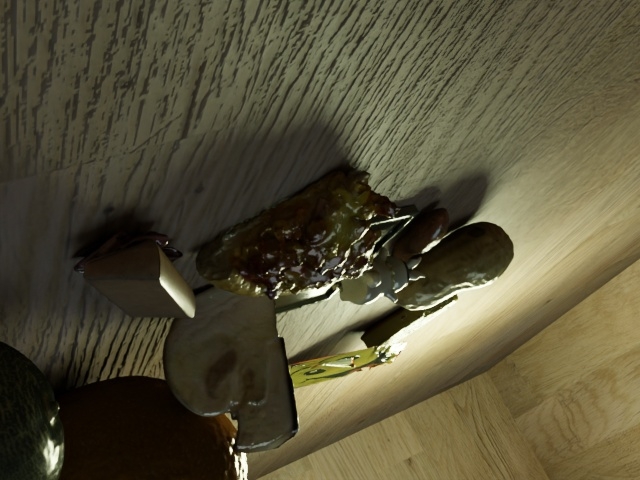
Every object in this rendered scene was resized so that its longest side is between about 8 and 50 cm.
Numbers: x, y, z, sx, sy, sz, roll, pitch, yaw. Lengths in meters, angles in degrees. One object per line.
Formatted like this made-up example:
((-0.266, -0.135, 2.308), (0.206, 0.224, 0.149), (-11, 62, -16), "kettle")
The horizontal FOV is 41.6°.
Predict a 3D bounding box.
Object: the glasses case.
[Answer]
((-0.202, 0.033, 0.915), (0.103, 0.070, 0.193), (0, 163, 2), "glasses case")

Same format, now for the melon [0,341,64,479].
((-0.412, 0.221, 0.814), (0.329, 0.248, 0.248), (-24, 161, -6), "melon")

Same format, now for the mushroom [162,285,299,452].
((-0.145, 0.183, 1.181), (0.173, 0.236, 0.162), (-3, 164, -21), "mushroom")

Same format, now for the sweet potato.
((0.149, 0.008, 1.365), (0.050, 0.050, 0.214), (-19, 163, -27), "sweet potato")

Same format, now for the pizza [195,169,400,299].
((0.000, 0.000, 1.050), (0.290, 0.081, 0.228), (0, 139, -43), "pizza")

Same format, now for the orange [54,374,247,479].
((-0.285, 0.357, 1.216), (0.357, 0.322, 0.322), (1, 156, -7), "orange")

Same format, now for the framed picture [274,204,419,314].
((0.003, 0.042, 1.283), (0.209, 0.019, 0.281), (-11, 155, -41), "framed picture")

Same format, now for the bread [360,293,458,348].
((0.198, 0.171, 1.860), (0.226, 0.049, 0.088), (-36, 160, 21), "bread")

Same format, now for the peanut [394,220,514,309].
((0.226, 0.047, 1.467), (0.237, 0.120, 0.110), (-26, 135, -5), "peanut")

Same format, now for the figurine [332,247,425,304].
((0.086, 0.049, 1.309), (0.098, 0.081, 0.146), (11, -166, 36), "figurine")

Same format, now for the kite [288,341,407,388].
((0.030, 0.284, 1.895), (0.378, 0.013, 0.328), (-25, 159, 31), "kite")
